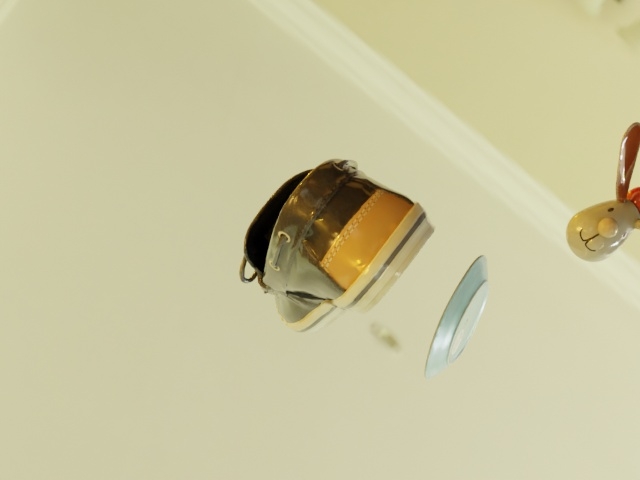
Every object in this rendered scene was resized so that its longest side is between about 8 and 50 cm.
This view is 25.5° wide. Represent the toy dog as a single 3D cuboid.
[{"bbox_3d":[0.488,-0.088,1.853,0.220,0.334,0.161,34,168,-1],"label":"toy dog"}]

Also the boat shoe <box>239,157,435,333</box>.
[{"bbox_3d":[0.000,0.000,1.647,0.156,0.187,0.500,37,171,-3],"label":"boat shoe"}]

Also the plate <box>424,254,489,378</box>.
[{"bbox_3d":[0.194,0.109,1.939,0.024,0.188,0.188,24,-161,16],"label":"plate"}]
